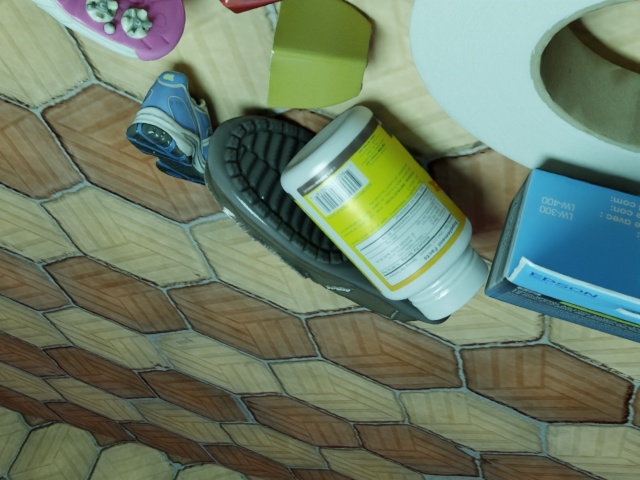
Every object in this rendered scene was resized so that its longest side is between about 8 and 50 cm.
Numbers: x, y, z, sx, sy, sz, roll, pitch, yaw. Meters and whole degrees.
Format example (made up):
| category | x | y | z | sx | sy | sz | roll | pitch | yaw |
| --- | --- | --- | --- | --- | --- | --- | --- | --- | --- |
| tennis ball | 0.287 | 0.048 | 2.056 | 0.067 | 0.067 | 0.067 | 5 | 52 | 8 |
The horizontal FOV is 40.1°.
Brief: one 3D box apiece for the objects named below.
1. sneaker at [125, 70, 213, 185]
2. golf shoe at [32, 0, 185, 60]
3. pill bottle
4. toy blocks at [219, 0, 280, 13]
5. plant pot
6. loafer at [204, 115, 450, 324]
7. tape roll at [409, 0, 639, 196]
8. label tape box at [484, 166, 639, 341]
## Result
| category | x | y | z | sx | sy | sz | roll | pitch | yaw |
| --- | --- | --- | --- | --- | --- | --- | --- | --- | --- |
| sneaker | -0.143 | -0.113 | 0.965 | 0.080 | 0.081 | 0.211 | 15 | 169 | 8 |
| golf shoe | -0.254 | -0.263 | 0.756 | 0.306 | 0.115 | 0.140 | 39 | 158 | -19 |
| pill bottle | 0.070 | -0.023 | 0.882 | 0.215 | 0.117 | 0.117 | 47 | 145 | -12 |
| toy blocks | -0.079 | -0.268 | 0.441 | 0.191 | 0.260 | 0.381 | -4 | 145 | 41 |
| plant pot | 0.000 | -0.166 | 0.774 | 0.083 | 0.081 | 0.081 | 8 | 152 | -3 |
| loafer | 0.000 | 0.000 | 0.999 | 0.366 | 0.133 | 0.130 | 38 | 147 | -29 |
| tape roll | 0.256 | -0.131 | 0.600 | 0.392 | 0.072 | 0.392 | 16 | 162 | 5 |
| label tape box | 0.284 | 0.027 | 0.754 | 0.249 | 0.115 | 0.347 | 17 | 175 | 8 |
